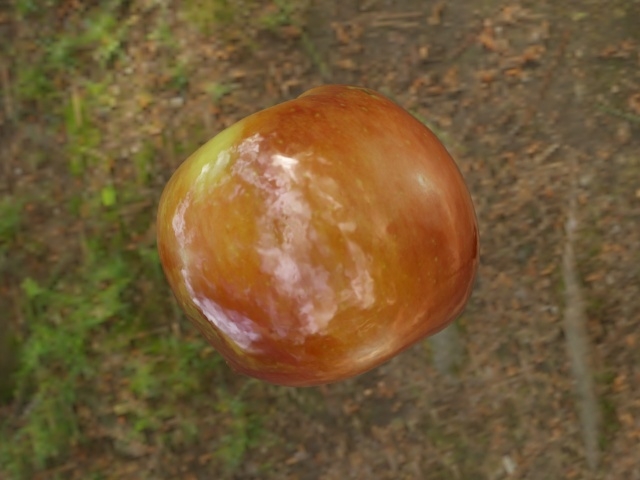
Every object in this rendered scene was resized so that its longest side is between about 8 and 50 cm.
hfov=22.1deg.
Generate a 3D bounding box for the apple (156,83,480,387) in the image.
[{"bbox_3d":[0.000,0.000,0.820,0.163,0.163,0.139,-31,90,44],"label":"apple"}]
